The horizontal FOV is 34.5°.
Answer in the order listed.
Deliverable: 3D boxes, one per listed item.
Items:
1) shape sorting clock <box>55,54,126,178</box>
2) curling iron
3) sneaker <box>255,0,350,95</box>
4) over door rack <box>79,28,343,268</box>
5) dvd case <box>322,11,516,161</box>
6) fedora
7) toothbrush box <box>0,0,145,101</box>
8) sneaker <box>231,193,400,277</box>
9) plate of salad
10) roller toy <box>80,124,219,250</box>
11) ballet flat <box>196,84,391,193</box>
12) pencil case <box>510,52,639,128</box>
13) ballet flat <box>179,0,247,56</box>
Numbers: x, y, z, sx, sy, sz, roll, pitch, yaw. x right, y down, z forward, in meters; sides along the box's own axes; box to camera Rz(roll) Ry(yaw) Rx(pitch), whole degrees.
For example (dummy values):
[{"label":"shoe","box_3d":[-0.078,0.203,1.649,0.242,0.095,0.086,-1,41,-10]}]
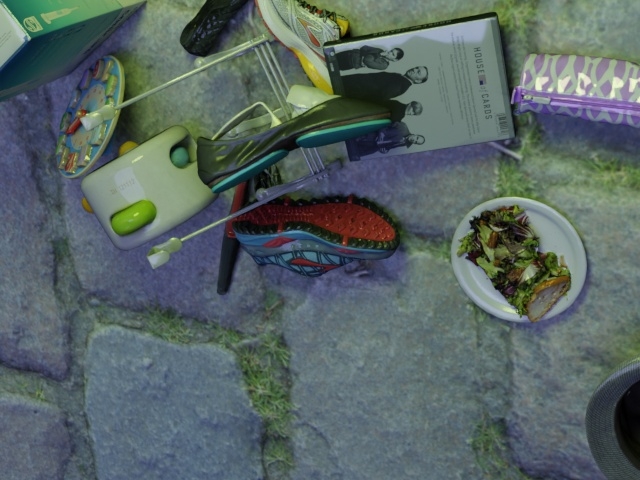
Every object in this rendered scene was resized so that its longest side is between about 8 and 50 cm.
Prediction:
[{"label":"shape sorting clock","box_3d":[-0.366,-0.195,1.624,0.206,0.040,0.206,-23,60,47]},{"label":"curling iron","box_3d":[-0.128,-0.018,1.667,0.068,0.035,0.274,29,121,11]},{"label":"sneaker","box_3d":[-0.006,-0.304,1.462,0.093,0.088,0.225,-35,104,29]},{"label":"over door rack","box_3d":[-0.159,-0.142,1.509,0.324,0.108,0.239,-28,102,-13]},{"label":"dvd case","box_3d":[0.138,-0.207,1.421,0.239,0.029,0.179,-7,118,13]},{"label":"fedora","box_3d":[0.510,0.229,1.428,0.276,0.124,0.243,-18,106,21]},{"label":"toothbrush box","box_3d":[-0.431,-0.315,1.521,0.216,0.295,0.126,-34,94,33]},{"label":"sneaker","box_3d":[0.000,0.000,1.598,0.262,0.104,0.125,6,140,18]},{"label":"plate of salad","box_3d":[0.282,0.033,1.493,0.200,0.048,0.199,10,117,21]},{"label":"roller toy","box_3d":[-0.269,-0.088,1.611,0.146,0.191,0.209,61,161,-10]},{"label":"ballet flat","box_3d":[-0.046,-0.155,1.408,0.281,0.095,0.096,-21,85,6]},{"label":"pencil case","box_3d":[0.353,-0.194,1.335,0.206,0.088,0.086,8,117,21]},{"label":"ballet flat","box_3d":[-0.145,-0.341,1.534,0.173,0.049,0.057,-39,50,31]}]
